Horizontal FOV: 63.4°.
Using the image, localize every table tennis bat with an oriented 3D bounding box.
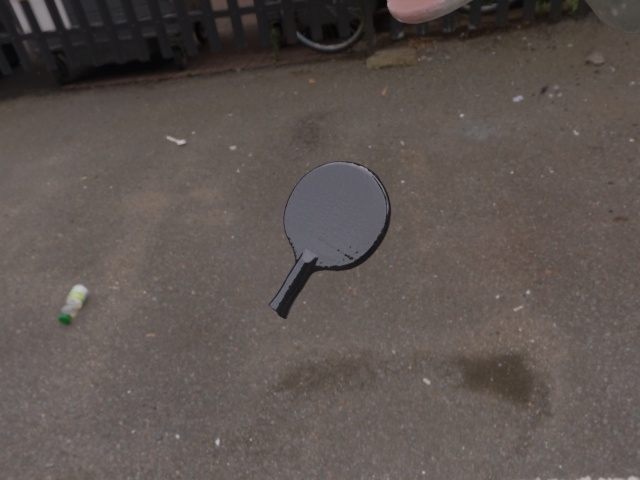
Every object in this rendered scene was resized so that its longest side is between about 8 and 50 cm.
[{"bbox_3d":[0.000,0.000,0.713,0.150,0.027,0.236,32,93,20],"label":"table tennis bat"}]

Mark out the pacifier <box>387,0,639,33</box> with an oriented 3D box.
[{"bbox_3d":[0.200,-0.294,0.428,0.332,0.273,0.220,-34,-3,33],"label":"pacifier"}]
